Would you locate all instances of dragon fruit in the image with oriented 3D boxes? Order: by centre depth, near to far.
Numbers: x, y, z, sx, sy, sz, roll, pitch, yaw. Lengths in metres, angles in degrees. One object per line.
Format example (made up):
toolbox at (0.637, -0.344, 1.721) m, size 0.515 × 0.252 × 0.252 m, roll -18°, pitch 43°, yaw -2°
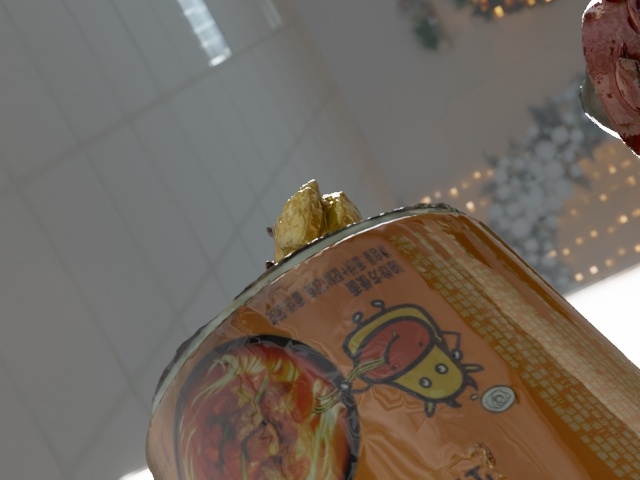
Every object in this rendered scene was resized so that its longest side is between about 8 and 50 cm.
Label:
dragon fruit at (0.408, -0.211, 1.565) m, size 0.268 × 0.130 × 0.295 m, roll 39°, pitch -126°, yaw -22°

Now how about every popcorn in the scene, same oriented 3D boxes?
popcorn at (0.000, 0.000, 1.653) m, size 0.167 × 0.152 × 0.148 m, roll 71°, pitch -179°, yaw -73°

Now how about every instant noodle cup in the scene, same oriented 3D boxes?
instant noodle cup at (0.045, 0.102, 0.479) m, size 0.172 × 0.216 × 0.216 m, roll 53°, pitch -175°, yaw 28°
